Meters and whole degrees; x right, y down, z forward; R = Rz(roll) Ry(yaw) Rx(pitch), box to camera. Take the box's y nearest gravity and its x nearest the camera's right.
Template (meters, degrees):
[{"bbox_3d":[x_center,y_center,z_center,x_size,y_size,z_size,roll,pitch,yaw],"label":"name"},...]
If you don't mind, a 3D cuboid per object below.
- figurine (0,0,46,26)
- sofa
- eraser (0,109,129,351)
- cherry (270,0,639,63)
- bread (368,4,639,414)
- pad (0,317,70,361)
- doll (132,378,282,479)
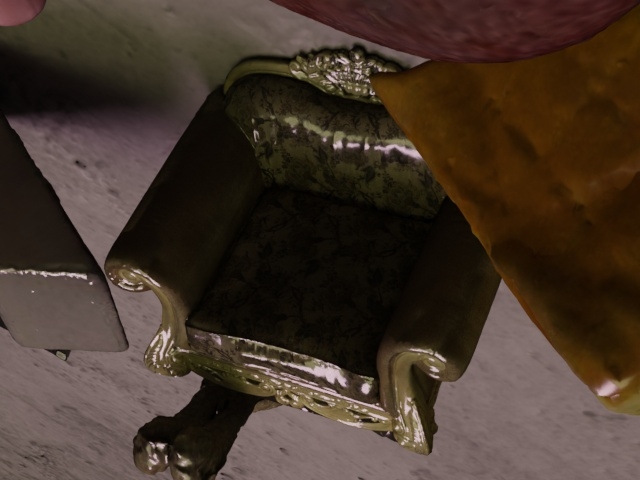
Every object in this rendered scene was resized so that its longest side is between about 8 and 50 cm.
[{"bbox_3d":[-0.228,-0.220,0.586,0.173,0.173,0.173,17,145,13],"label":"figurine"},{"bbox_3d":[0.000,0.000,0.704,0.259,0.200,0.182,15,147,18],"label":"sofa"},{"bbox_3d":[-0.269,-0.047,0.805,0.352,0.077,0.111,50,158,32],"label":"eraser"},{"bbox_3d":[0.034,-0.193,0.413,0.261,0.221,0.307,48,154,-17],"label":"cherry"},{"bbox_3d":[0.257,-0.087,0.484,0.362,0.244,0.233,-44,142,23],"label":"bread"},{"bbox_3d":[-0.387,0.082,1.234,0.193,0.004,0.116,29,145,-4],"label":"pad"},{"bbox_3d":[-0.063,0.111,0.839,0.203,0.286,0.091,7,108,46],"label":"doll"}]
